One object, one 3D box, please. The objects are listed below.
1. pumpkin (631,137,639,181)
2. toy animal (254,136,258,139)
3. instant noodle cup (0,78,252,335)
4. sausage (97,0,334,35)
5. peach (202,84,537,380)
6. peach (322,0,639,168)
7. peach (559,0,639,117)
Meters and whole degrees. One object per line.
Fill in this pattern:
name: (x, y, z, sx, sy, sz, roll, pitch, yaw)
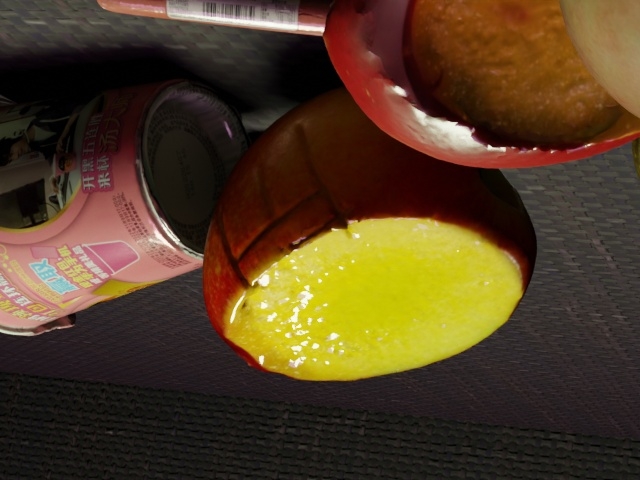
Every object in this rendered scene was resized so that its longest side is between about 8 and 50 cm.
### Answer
pumpkin: (0.313, -0.084, 0.937, 0.219, 0.162, 0.219, -7, -173, 1)
toy animal: (0.000, 0.000, 1.451, 0.204, 0.156, 0.208, 9, 169, 17)
instant noodle cup: (-0.202, -0.042, 1.333, 0.255, 0.244, 0.244, -10, 156, 34)
sausage: (-0.066, -0.173, 1.083, 0.223, 0.029, 0.029, 8, 165, 8)
peach: (0.029, -0.002, 1.225, 0.274, 0.248, 0.245, -28, -159, 8)
peach: (0.118, -0.131, 0.815, 0.226, 0.190, 0.196, 6, 157, 40)
peach: (0.233, -0.137, 0.601, 0.292, 0.247, 0.292, -7, 151, -4)
